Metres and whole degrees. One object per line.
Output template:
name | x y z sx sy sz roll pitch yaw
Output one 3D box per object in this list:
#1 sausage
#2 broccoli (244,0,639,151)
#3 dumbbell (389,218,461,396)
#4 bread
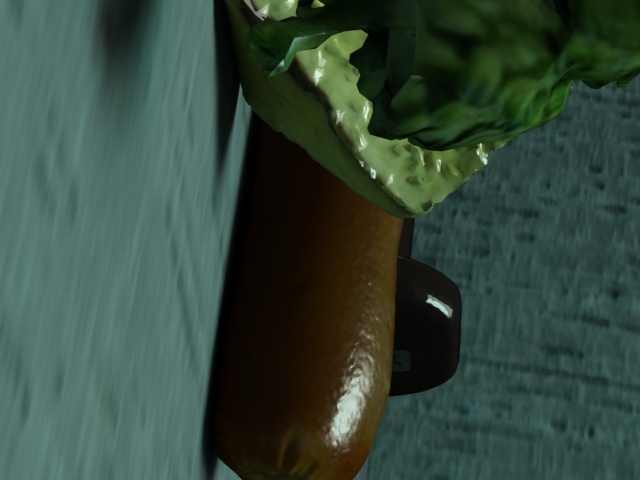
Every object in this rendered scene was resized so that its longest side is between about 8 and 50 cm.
sausage | 0.000 0.000 0.937 0.083 0.089 0.300 65 27 -57
broccoli | 0.063 -0.193 0.499 0.317 0.338 0.277 -16 82 -62
dumbbell | 0.033 -0.023 1.082 0.140 0.124 0.225 84 11 -58
bread | 0.073 -0.156 0.857 0.142 0.266 0.178 28 -23 56
